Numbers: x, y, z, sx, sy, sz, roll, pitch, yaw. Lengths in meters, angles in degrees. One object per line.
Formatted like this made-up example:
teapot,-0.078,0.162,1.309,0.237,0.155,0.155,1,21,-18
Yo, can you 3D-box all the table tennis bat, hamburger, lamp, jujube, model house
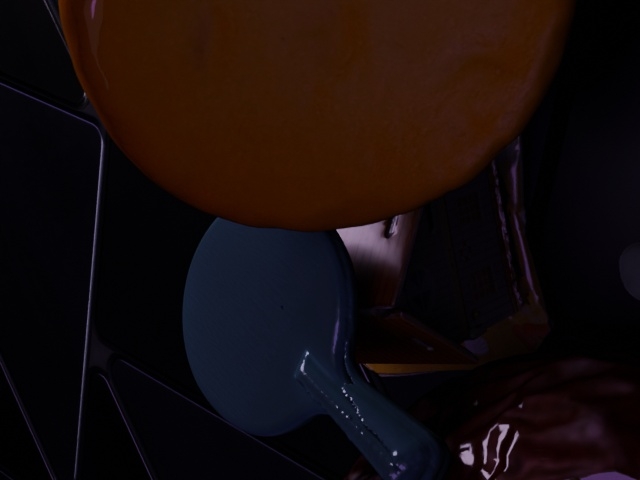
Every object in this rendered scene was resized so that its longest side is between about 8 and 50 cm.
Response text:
table tennis bat,-0.009,0.056,0.593,0.201,0.033,0.124,41,114,40
hamburger,-0.006,-0.129,0.557,0.170,0.246,0.246,-109,31,-58
lamp,0.198,-0.018,0.580,0.041,0.054,0.121,52,136,17
jujube,0.092,0.189,0.634,0.342,0.216,0.216,-34,80,46
model house,0.000,0.000,0.687,0.219,0.136,0.207,-3,101,40
